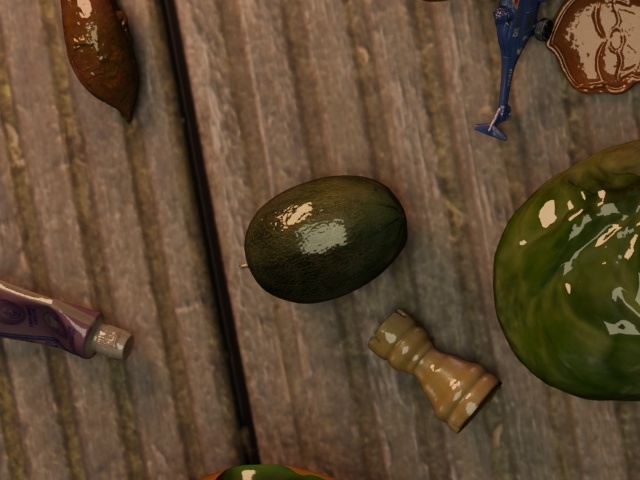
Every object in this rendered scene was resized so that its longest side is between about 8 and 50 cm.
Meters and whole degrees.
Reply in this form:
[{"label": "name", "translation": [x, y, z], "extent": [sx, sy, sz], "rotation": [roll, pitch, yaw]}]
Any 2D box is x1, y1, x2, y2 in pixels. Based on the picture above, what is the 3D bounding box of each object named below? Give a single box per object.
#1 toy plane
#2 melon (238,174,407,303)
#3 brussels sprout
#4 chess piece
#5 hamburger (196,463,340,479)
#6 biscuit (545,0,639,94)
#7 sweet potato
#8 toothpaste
[{"label": "toy plane", "translation": [0.173, -0.176, 1.601], "extent": [0.054, 0.062, 0.167], "rotation": [22, 118, 31]}, {"label": "melon", "translation": [0.000, 0.000, 1.639], "extent": [0.167, 0.114, 0.114], "rotation": [-20, 91, 13]}, {"label": "brussels sprout", "translation": [0.269, 0.028, 1.536], "extent": [0.244, 0.244, 0.244], "rotation": [2, 97, 14]}, {"label": "chess piece", "translation": [0.106, 0.119, 1.657], "extent": [0.122, 0.066, 0.066], "rotation": [42, 104, 12]}, {"label": "hamburger", "translation": [-0.047, 0.395, 1.612], "extent": [0.396, 0.277, 0.395], "rotation": [2, 98, 16]}, {"label": "biscuit", "translation": [0.272, -0.181, 1.600], "extent": [0.130, 0.019, 0.102], "rotation": [10, 98, 13]}, {"label": "sweet potato", "translation": [-0.223, -0.221, 1.695], "extent": [0.068, 0.068, 0.226], "rotation": [-16, 92, 15]}, {"label": "toothpaste", "translation": [-0.330, 0.067, 1.764], "extent": [0.301, 0.048, 0.075], "rotation": [16, 111, 14]}]
